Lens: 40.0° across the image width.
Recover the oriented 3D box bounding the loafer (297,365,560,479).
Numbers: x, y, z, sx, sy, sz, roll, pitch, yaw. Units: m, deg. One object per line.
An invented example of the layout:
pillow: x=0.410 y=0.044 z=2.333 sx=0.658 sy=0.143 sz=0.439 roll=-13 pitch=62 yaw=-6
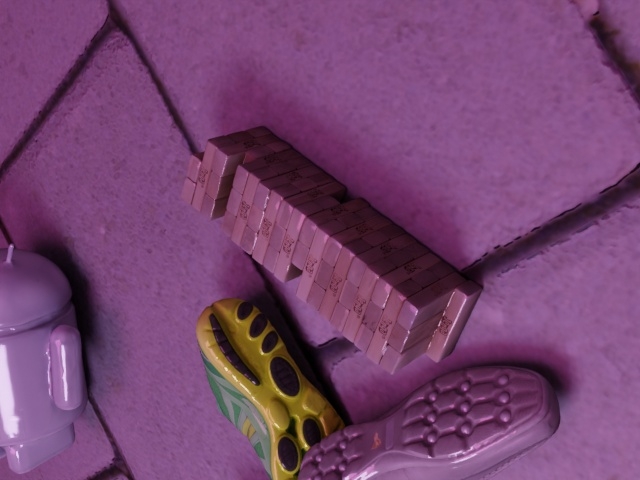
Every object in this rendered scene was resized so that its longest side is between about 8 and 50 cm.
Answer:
loafer: x=0.113 y=0.219 z=0.899 sx=0.111 sy=0.112 sz=0.319 roll=37 pitch=132 yaw=-27

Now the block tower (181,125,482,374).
block tower: x=0.000 y=0.000 z=0.917 sx=0.335 sy=0.097 sz=0.091 roll=37 pitch=127 yaw=25

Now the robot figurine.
robot figurine: x=-0.462 y=0.164 z=1.314 sx=0.300 sy=0.200 sz=0.353 roll=6 pitch=109 yaw=30

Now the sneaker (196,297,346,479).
sneaker: x=-0.053 y=0.202 z=1.048 sx=0.295 sy=0.109 sz=0.123 roll=62 pitch=161 yaw=1
